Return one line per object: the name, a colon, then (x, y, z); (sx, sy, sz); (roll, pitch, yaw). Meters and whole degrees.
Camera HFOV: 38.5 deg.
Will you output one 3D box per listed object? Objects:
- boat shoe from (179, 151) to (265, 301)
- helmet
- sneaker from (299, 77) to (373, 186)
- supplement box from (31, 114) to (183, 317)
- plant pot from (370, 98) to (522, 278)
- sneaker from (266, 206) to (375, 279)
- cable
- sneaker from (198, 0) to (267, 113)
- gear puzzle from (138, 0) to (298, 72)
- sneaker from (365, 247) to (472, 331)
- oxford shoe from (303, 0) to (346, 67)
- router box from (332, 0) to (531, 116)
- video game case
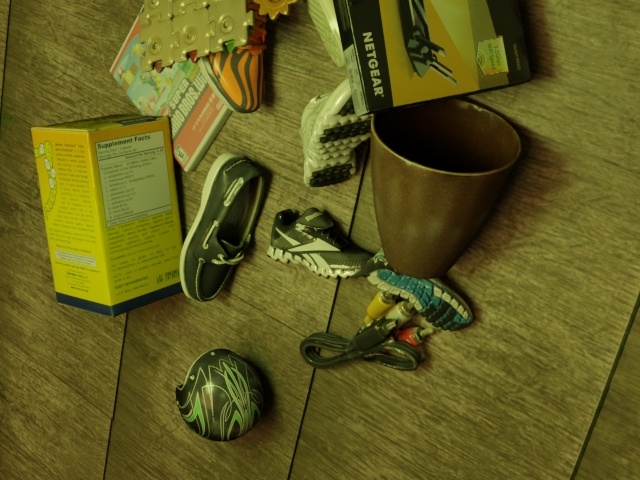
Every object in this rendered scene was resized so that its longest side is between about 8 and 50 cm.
boat shoe: (-0.179, -0.009, 1.688); (0.091, 0.114, 0.303); (32, 120, 35)
helmet: (-0.187, 0.295, 1.737); (0.169, 0.169, 0.161); (62, 145, 10)
sneaker: (0.019, -0.189, 1.439); (0.292, 0.110, 0.118); (124, 134, -65)
supplement box: (-0.410, -0.057, 1.792); (0.195, 0.194, 0.357); (8, 109, 41)
plant pot: (0.165, -0.064, 1.360); (0.215, 0.215, 0.230); (33, 134, 28)
sneaker: (0.000, 0.000, 1.569); (0.234, 0.078, 0.106); (15, 112, 38)
cable: (0.083, 0.176, 1.579); (0.139, 0.072, 0.287); (52, 141, -4)
sneaker: (-0.121, -0.384, 1.544); (0.180, 0.124, 0.321); (-11, 94, 41)
gear puzzle: (-0.166, -0.384, 1.496); (0.338, 0.044, 0.176); (-6, 84, 34)
sneaker: (0.167, 0.067, 1.459); (0.190, 0.083, 0.071); (36, 129, 0)
oxford shoe: (0.005, -0.478, 1.429); (0.130, 0.169, 0.449); (-22, 75, -4)
router box: (0.142, -0.346, 1.271); (0.081, 0.242, 0.309); (-169, 67, -79)
video game case: (-0.286, -0.303, 1.761); (0.285, 0.025, 0.204); (52, 127, 18)
